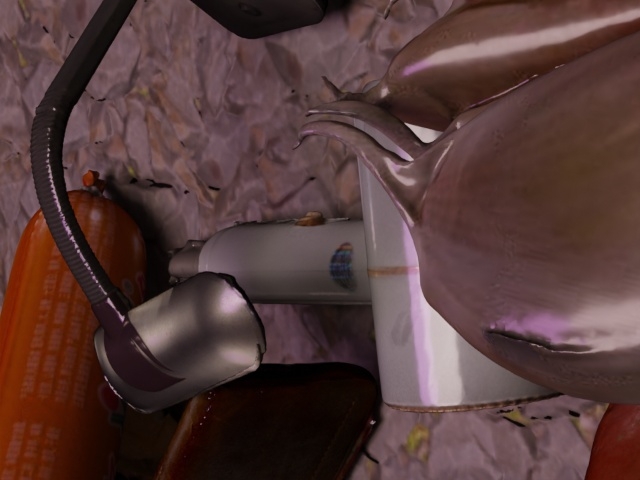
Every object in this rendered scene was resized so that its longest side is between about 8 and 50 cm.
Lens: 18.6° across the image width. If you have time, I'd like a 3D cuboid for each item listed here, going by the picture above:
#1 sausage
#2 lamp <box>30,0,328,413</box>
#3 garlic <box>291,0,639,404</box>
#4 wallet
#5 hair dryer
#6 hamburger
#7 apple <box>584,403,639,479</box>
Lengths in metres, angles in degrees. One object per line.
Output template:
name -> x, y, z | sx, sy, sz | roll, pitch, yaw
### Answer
sausage -> -0.163, 0.087, 1.220 | 0.093, 0.093, 0.312 | -36, 37, 44
lamp -> -0.071, -0.060, 1.060 | 0.203, 0.124, 0.283 | -8, 62, 57
garlic -> 0.138, -0.056, 0.850 | 0.292, 0.210, 0.237 | -30, 93, 24
wallet -> -0.055, 0.170, 1.167 | 0.255, 0.137, 0.031 | -64, 38, 32
hair dryer -> 0.000, 0.000, 1.114 | 0.357, 0.107, 0.173 | -2, 93, 53
hamburger -> -0.161, 0.139, 1.297 | 0.176, 0.102, 0.087 | 37, 135, 35
apple -> 0.193, 0.142, 0.876 | 0.168, 0.181, 0.181 | 12, 108, 22
